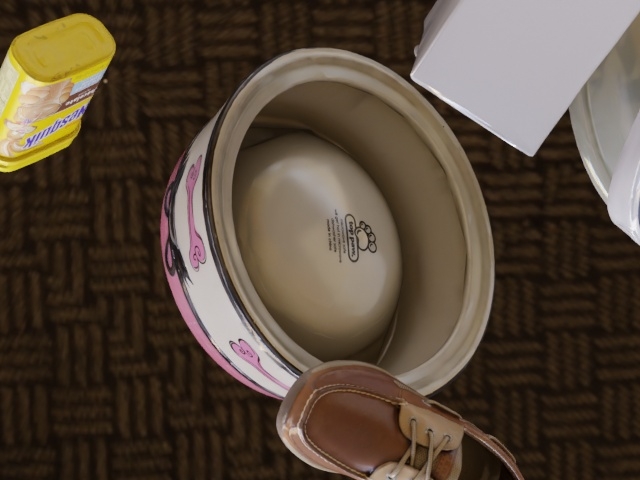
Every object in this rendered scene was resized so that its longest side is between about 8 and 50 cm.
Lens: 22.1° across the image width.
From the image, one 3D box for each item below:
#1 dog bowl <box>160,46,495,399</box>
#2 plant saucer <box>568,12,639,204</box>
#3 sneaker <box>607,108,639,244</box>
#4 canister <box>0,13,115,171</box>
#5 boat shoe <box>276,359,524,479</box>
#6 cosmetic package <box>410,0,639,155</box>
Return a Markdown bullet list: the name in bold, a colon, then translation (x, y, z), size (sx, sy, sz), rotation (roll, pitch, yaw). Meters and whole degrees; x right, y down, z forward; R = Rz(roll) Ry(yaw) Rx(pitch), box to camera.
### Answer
- **dog bowl**: translation (0.000, 0.000, 1.831), size (0.408, 0.150, 0.408), rotation (15, 65, -36)
- **plant saucer**: translation (0.452, -0.200, 1.987), size (0.400, 0.100, 0.400), rotation (0, 91, -45)
- **sneaker**: translation (0.239, -0.105, 0.860), size (0.094, 0.091, 0.258), rotation (1, 112, -43)
- **canister**: translation (-0.298, -0.159, 1.763), size (0.126, 0.170, 0.073), rotation (-29, 76, -37)
- **boat shoe**: translation (0.095, 0.208, 1.673), size (0.324, 0.116, 0.123), rotation (22, 89, -41)
- **cosmetic package**: translation (0.253, -0.298, 1.597), size (0.156, 0.217, 0.385), rotation (31, 115, -5)
